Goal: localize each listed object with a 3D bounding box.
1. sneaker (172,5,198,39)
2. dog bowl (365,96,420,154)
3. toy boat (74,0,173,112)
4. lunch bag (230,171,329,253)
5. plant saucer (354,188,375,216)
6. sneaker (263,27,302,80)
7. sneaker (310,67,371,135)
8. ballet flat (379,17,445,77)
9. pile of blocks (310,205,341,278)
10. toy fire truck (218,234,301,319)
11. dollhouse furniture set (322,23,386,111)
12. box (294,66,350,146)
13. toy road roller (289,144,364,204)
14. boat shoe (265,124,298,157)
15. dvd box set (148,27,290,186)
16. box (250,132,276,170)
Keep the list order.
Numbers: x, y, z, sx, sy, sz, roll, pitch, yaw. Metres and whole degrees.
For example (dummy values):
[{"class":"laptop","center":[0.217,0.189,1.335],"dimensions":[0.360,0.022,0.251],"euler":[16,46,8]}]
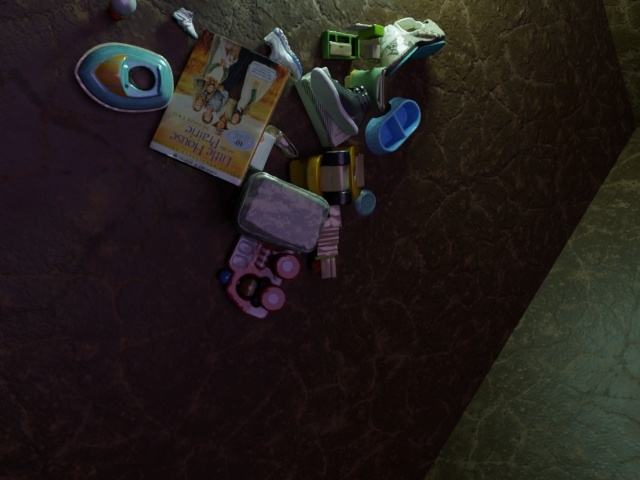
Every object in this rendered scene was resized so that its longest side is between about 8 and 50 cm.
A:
[{"class":"sneaker","center":[-0.408,-0.689,1.403],"dimensions":[0.098,0.038,0.069],"euler":[45,75,-33]},{"class":"dog bowl","center":[0.320,-0.494,1.922],"dimensions":[0.297,0.074,0.166],"euler":[-47,122,-18]},{"class":"toy boat","center":[-0.557,-0.530,1.269],"dimensions":[0.268,0.148,0.318],"euler":[-10,106,-32]},{"class":"lunch bag","center":[-0.148,-0.087,1.545],"dimensions":[0.305,0.256,0.212],"euler":[21,87,-18]},{"class":"plant saucer","center":[0.200,-0.163,1.944],"dimensions":[0.119,0.021,0.119],"euler":[-8,104,-32]},{"class":"sneaker","center":[-0.136,-0.646,1.584],"dimensions":[0.083,0.071,0.190],"euler":[-36,103,-11]},{"class":"sneaker","center":[0.079,-0.537,1.621],"dimensions":[0.296,0.105,0.147],"euler":[46,70,-39]},{"class":"ballet flat","center":[0.341,-0.799,1.804],"dimensions":[0.182,0.164,0.483],"euler":[53,51,-4]},{"class":"pile of blocks","center":[0.000,0.000,1.754],"dimensions":[0.113,0.149,0.362],"euler":[-7,131,-14]},{"class":"toy fire truck","center":[-0.231,0.121,1.647],"dimensions":[0.254,0.169,0.302],"euler":[26,84,-11]},{"class":"dollhouse furniture set","center":[0.125,-0.636,1.681],"dimensions":[0.151,0.198,0.301],"euler":[-10,105,-34]},{"class":"box","center":[0.016,-0.502,1.699],"dimensions":[0.113,0.094,0.275],"euler":[-40,119,-22]},{"class":"toy road roller","center":[0.024,-0.256,1.728],"dimensions":[0.329,0.241,0.202],"euler":[-38,127,-66]},{"class":"boat shoe","center":[-0.141,-0.365,1.650],"dimensions":[0.056,0.048,0.153],"euler":[-51,123,-15]},{"class":"dvd box set","center":[-0.318,-0.420,1.430],"dimensions":[0.308,0.062,0.420],"euler":[24,86,-6]},{"class":"box","center":[-0.265,-0.334,1.546],"dimensions":[0.170,0.091,0.130],"euler":[25,85,-35]}]
